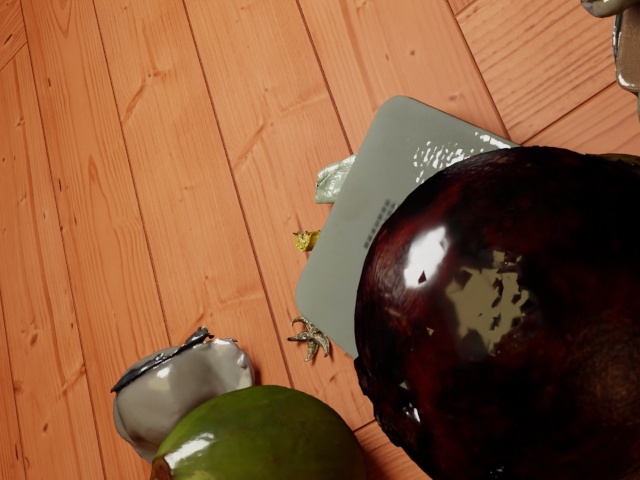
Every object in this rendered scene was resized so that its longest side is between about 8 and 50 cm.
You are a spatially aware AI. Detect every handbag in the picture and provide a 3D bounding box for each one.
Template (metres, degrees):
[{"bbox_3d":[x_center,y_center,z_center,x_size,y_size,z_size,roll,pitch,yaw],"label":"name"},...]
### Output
[{"bbox_3d":[0.440,-0.264,1.149,0.151,0.072,0.193,8,87,43],"label":"handbag"}]

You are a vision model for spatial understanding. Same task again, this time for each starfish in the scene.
[{"bbox_3d":[-0.012,0.152,1.478,0.091,0.028,0.078,45,116,36],"label":"starfish"}]

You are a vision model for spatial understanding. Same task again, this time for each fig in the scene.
[{"bbox_3d":[-0.100,0.346,1.316,0.316,0.316,0.316,-11,72,39],"label":"fig"}]

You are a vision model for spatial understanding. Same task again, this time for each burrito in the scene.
[{"bbox_3d":[0.037,-0.095,1.482,0.118,0.044,0.074,-10,82,38],"label":"burrito"}]

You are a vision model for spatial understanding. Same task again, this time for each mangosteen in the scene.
[{"bbox_3d":[0.228,0.084,0.974,0.381,0.421,0.381,15,114,38],"label":"mangosteen"}]

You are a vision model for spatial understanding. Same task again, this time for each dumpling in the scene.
[{"bbox_3d":[-0.239,0.275,1.566,0.293,0.163,0.204,-27,58,21],"label":"dumpling"}]

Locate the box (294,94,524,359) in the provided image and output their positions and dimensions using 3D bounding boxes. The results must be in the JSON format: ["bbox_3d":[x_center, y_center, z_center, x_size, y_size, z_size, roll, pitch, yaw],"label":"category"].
[{"bbox_3d":[0.150,0.015,1.289,0.373,0.090,0.367,35,104,46],"label":"box"}]

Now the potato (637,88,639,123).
[{"bbox_3d":[0.487,-0.111,0.954,0.326,0.243,0.221,35,104,25],"label":"potato"}]

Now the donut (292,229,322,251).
[{"bbox_3d":[0.000,0.000,1.481,0.067,0.083,0.038,-142,45,-83],"label":"donut"}]

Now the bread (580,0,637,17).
[{"bbox_3d":[0.371,-0.409,1.179,0.183,0.102,0.337,-32,32,61],"label":"bread"}]
